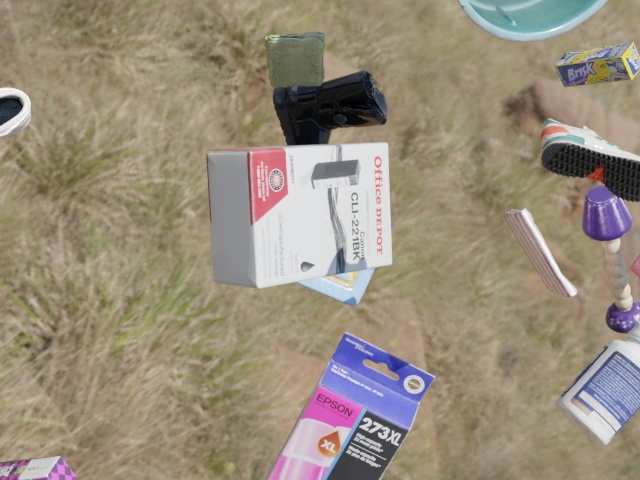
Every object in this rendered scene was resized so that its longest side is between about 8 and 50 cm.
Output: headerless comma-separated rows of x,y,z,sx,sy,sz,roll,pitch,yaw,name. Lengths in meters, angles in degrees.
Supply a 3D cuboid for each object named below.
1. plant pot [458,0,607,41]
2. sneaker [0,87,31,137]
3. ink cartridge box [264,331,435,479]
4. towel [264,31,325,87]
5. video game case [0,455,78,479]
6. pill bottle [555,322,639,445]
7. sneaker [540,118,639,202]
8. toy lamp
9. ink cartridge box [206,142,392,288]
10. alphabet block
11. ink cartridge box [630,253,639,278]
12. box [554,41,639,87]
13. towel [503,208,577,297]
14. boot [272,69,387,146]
0.269,-0.530,1.496,0.341,0.341,0.334,26,17,-36,plant pot
-0.670,-0.203,1.759,0.293,0.169,0.108,-30,98,-18,sneaker
0.039,0.354,1.684,0.176,0.371,0.069,27,21,0,ink cartridge box
-0.046,-0.326,1.741,0.110,0.148,0.027,-4,63,-3,towel
-0.368,0.388,1.273,0.232,0.210,0.042,64,31,-24,video game case
0.303,0.145,0.979,0.067,0.120,0.067,43,-4,4,pill bottle
0.326,-0.100,1.113,0.161,0.057,0.075,16,43,-13,sneaker
0.471,0.030,1.543,0.080,0.080,0.274,-77,153,-49,toy lamp
-0.025,-0.045,1.443,0.273,0.114,0.197,-8,99,-41,ink cartridge box
0.000,0.000,1.927,0.193,0.192,0.197,26,-1,-19,alphabet block
0.564,0.064,1.410,0.067,0.115,0.198,13,31,-33,ink cartridge box
0.567,-0.358,1.964,0.054,0.169,0.059,-46,117,-26,box
0.330,0.014,1.442,0.144,0.029,0.197,58,5,2,towel
0.035,-0.225,1.922,0.246,0.207,0.094,69,22,-43,boot
